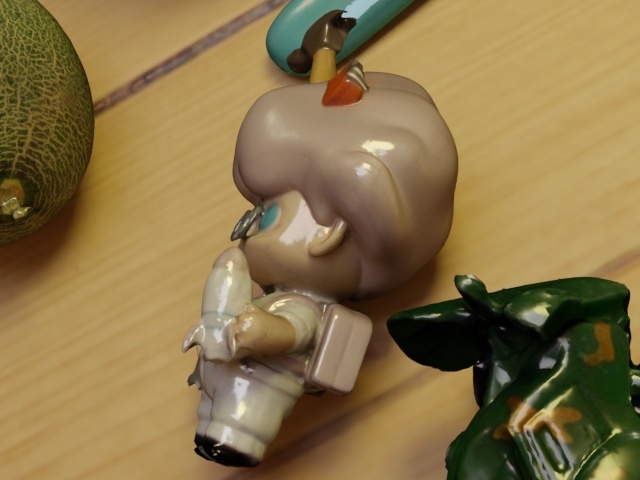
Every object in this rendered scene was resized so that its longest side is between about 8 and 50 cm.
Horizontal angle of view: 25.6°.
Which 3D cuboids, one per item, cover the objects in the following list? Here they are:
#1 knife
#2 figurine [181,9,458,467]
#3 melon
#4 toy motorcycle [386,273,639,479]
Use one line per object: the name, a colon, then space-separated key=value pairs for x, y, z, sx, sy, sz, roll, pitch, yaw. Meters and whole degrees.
knife: x=0.057 y=-0.172 z=0.777 sx=0.222 sy=0.031 sz=0.064 roll=-43 pitch=61 yaw=1
figurine: x=0.000 y=0.000 z=0.663 sx=0.112 sy=0.137 sz=0.229 roll=23 pitch=76 yaw=-3
melon: x=-0.194 y=-0.071 z=0.760 sx=0.139 sy=0.139 sz=0.192 roll=-36 pitch=54 yaw=1
toy motorcycle: x=0.078 y=0.124 z=0.563 sx=0.187 sy=0.125 sz=0.274 roll=29 pitch=77 yaw=22
